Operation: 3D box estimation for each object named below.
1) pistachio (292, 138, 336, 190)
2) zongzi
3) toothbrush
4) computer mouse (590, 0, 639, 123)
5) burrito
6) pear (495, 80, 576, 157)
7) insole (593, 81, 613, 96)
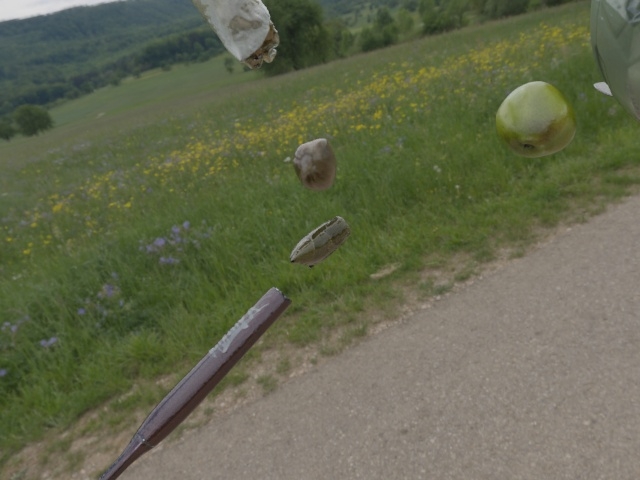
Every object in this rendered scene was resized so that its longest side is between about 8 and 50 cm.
[{"bbox_3d":[-0.008,-0.188,1.164,0.108,0.185,0.126,26,74,16],"label":"pistachio"},{"bbox_3d":[0.000,0.000,1.098,0.160,0.078,0.176,-43,-8,2],"label":"zongzi"},{"bbox_3d":[-0.168,0.196,0.559,0.364,0.040,0.041,-46,32,-19],"label":"toothbrush"},{"bbox_3d":[0.478,-0.339,0.596,0.146,0.428,0.228,-20,36,-14],"label":"computer mouse"},{"bbox_3d":[-0.179,-0.408,0.605,0.076,0.392,0.117,-30,7,29],"label":"burrito"},{"bbox_3d":[0.256,-0.141,0.547,0.092,0.092,0.097,-2,27,34],"label":"pear"},{"bbox_3d":[0.674,-0.300,0.953,0.086,0.005,0.253,-11,35,-3],"label":"insole"}]
